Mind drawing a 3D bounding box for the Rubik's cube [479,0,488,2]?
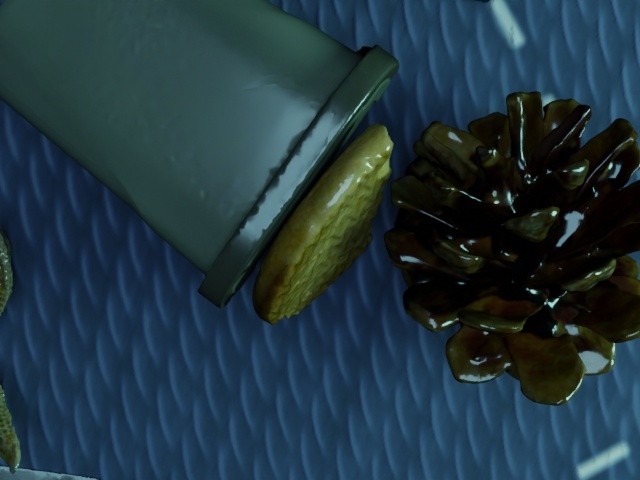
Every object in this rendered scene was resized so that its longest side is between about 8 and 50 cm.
[{"bbox_3d":[0.087,-0.279,1.061,0.154,0.151,0.155,16,94,-3],"label":"Rubik's cube"}]

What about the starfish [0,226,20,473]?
[{"bbox_3d":[-0.335,0.081,1.133,0.235,0.062,0.277,-33,86,4],"label":"starfish"}]

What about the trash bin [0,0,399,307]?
[{"bbox_3d":[-0.103,-0.112,1.046,0.250,0.219,0.220,36,93,3],"label":"trash bin"}]

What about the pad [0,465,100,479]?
[{"bbox_3d":[-0.305,0.272,1.178,0.267,0.004,0.181,8,95,0],"label":"pad"}]

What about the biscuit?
[{"bbox_3d":[-0.001,-0.001,1.041,0.033,0.224,0.144,40,77,11],"label":"biscuit"}]

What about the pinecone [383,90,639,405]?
[{"bbox_3d":[0.156,-0.005,1.061,0.229,0.202,0.201,33,138,16],"label":"pinecone"}]
